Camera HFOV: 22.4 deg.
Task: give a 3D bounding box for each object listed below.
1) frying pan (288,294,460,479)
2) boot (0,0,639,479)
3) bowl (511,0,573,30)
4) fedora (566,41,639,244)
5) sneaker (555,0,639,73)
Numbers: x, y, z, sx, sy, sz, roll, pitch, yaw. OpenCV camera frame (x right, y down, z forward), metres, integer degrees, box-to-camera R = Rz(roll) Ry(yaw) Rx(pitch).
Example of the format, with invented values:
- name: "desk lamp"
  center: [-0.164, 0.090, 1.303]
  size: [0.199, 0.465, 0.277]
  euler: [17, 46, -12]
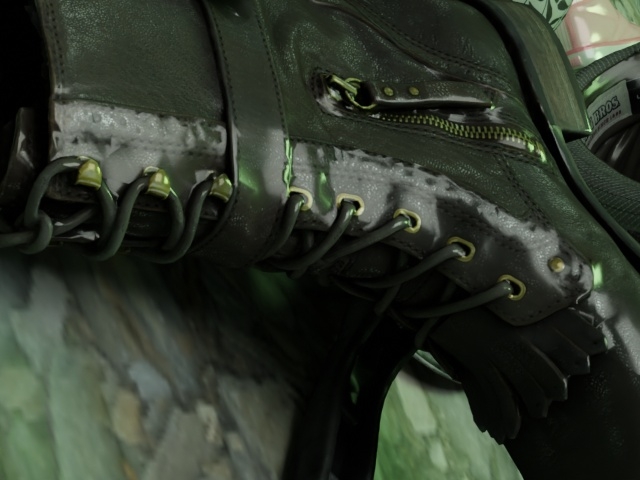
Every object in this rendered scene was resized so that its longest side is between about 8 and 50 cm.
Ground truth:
- name: "frying pan"
  center: [0.017, -0.017, 0.629]
  size: [0.197, 0.053, 0.326]
  euler: [59, 24, -2]
- name: "boot"
  center: [0.000, 0.000, 0.508]
  size: [0.229, 0.091, 0.263]
  euler: [6, 51, -38]
- name: "bowl"
  center: [0.096, -0.176, 0.879]
  size: [0.170, 0.080, 0.170]
  euler: [41, 33, -35]
- name: "fedora"
  center: [0.235, -0.016, 0.833]
  size: [0.275, 0.244, 0.124]
  euler: [30, -43, 54]
- name: "sneaker"
  center: [0.167, -0.136, 0.996]
  size: [0.134, 0.051, 0.070]
  euler: [-12, 80, -58]
